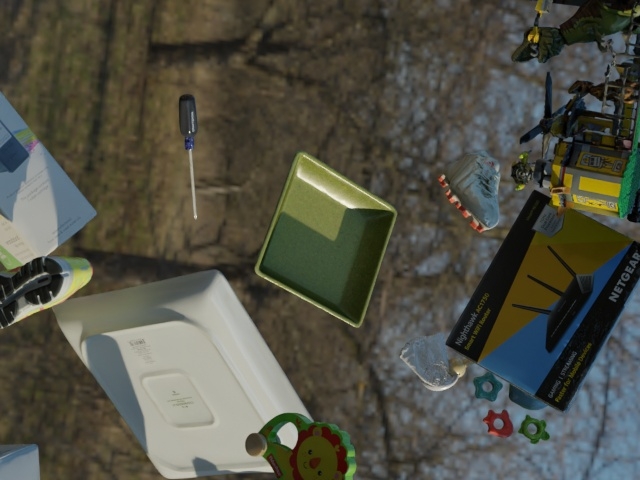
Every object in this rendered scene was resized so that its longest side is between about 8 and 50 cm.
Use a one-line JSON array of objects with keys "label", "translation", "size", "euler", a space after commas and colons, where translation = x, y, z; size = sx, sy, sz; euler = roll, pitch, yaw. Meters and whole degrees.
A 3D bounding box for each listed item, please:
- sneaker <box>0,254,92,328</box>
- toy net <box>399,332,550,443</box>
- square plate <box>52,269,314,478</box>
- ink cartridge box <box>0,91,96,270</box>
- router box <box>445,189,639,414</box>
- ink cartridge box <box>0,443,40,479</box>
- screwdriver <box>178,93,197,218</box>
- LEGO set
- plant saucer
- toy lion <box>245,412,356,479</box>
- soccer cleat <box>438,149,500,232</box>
[{"label": "sneaker", "translation": [-0.395, 0.067, 1.632], "size": [0.094, 0.208, 0.082], "euler": [-16, 92, -55]}, {"label": "toy net", "translation": [0.219, 0.207, 1.683], "size": [0.045, 0.232, 0.122], "euler": [99, 8, -75]}, {"label": "square plate", "translation": [-0.191, 0.212, 1.679], "size": [0.344, 0.347, 0.049], "euler": [60, 41, -22]}, {"label": "ink cartridge box", "translation": [-0.512, -0.130, 1.776], "size": [0.119, 0.353, 0.207], "euler": [-42, -168, -25]}, {"label": "router box", "translation": [0.224, 0.060, 1.160], "size": [0.179, 0.133, 0.046], "euler": [-60, 161, -4]}, {"label": "ink cartridge box", "translation": [-0.350, 0.253, 1.040], "size": [0.127, 0.176, 0.128], "euler": [-2, 88, -79]}, {"label": "screwdriver", "translation": [-0.160, -0.098, 1.451], "size": [0.025, 0.024, 0.170], "euler": [-49, 146, -57]}, {"label": "LEGO set", "translation": [0.229, -0.188, 1.104], "size": [0.255, 0.192, 0.331], "euler": [-39, 135, -52]}, {"label": "plant saucer", "translation": [0.000, 0.000, 1.640], "size": [0.045, 0.188, 0.188], "euler": [-10, -124, 54]}, {"label": "toy lion", "translation": [-0.014, 0.206, 1.140], "size": [0.096, 0.034, 0.100], "euler": [-43, -118, 20]}, {"label": "soccer cleat", "translation": [0.200, -0.072, 1.515], "size": [0.076, 0.068, 0.196], "euler": [-40, -163, 9]}]
